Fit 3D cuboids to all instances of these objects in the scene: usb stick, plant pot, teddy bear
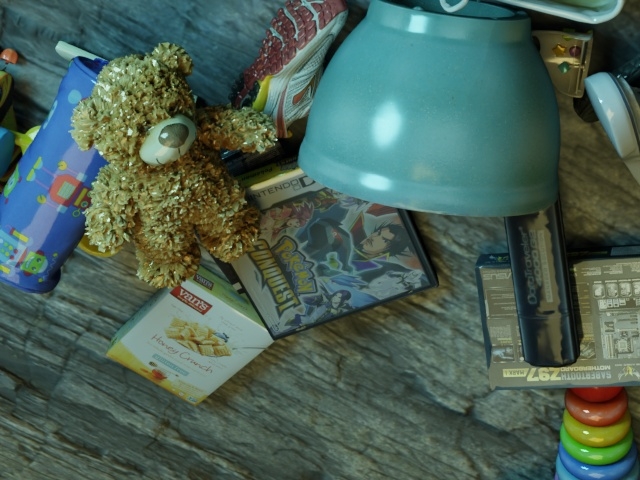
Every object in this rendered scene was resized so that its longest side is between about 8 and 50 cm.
[{"bbox_3d":[0.279,0.034,1.573,0.077,0.045,0.278,-3,109,26],"label":"usb stick"},{"bbox_3d":[0.129,-0.163,1.350,0.293,0.293,0.196,8,109,6],"label":"plant pot"},{"bbox_3d":[-0.165,-0.064,1.437,0.245,0.113,0.338,-9,137,-16],"label":"teddy bear"}]

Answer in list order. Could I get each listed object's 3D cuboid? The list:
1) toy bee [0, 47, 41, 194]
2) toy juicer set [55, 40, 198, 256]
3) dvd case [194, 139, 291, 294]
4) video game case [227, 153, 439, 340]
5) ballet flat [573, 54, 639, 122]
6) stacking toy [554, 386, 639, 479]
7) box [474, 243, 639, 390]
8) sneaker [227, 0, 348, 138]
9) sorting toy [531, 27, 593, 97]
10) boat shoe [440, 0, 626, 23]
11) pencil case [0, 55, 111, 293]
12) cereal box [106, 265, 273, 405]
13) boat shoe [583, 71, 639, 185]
[{"bbox_3d":[-0.419,-0.157,1.571,0.195,0.162,0.298,27,161,-14],"label":"toy bee"},{"bbox_3d":[-0.234,-0.096,1.609,0.209,0.089,0.329,8,134,7],"label":"toy juicer set"},{"bbox_3d":[-0.087,-0.033,1.639,0.164,0.018,0.221,-25,130,9],"label":"dvd case"},{"bbox_3d":[0.000,0.000,1.636,0.248,0.035,0.275,-19,130,9],"label":"video game case"},{"bbox_3d":[0.358,-0.196,1.403,0.173,0.049,0.057,-34,145,30],"label":"ballet flat"},{"bbox_3d":[0.407,0.277,1.799,0.141,0.141,0.330,1,128,13],"label":"stacking toy"},{"bbox_3d":[0.331,0.104,1.641,0.232,0.059,0.183,-5,106,18],"label":"box"},{"bbox_3d":[-0.028,-0.207,1.470,0.092,0.088,0.225,12,139,-28],"label":"sneaker"},{"bbox_3d":[0.270,-0.213,1.409,0.075,0.045,0.083,11,136,13],"label":"sorting toy"},{"bbox_3d":[0.147,-0.303,1.267,0.367,0.156,0.136,20,135,-6],"label":"boat shoe"},{"bbox_3d":[-0.312,-0.086,1.510,0.119,0.133,0.306,23,110,-28],"label":"pencil case"},{"bbox_3d":[-0.191,0.145,1.862,0.173,0.047,0.240,32,132,-18],"label":"cereal box"},{"bbox_3d":[0.367,-0.128,1.378,0.088,0.096,0.267,-29,150,16],"label":"boat shoe"}]
